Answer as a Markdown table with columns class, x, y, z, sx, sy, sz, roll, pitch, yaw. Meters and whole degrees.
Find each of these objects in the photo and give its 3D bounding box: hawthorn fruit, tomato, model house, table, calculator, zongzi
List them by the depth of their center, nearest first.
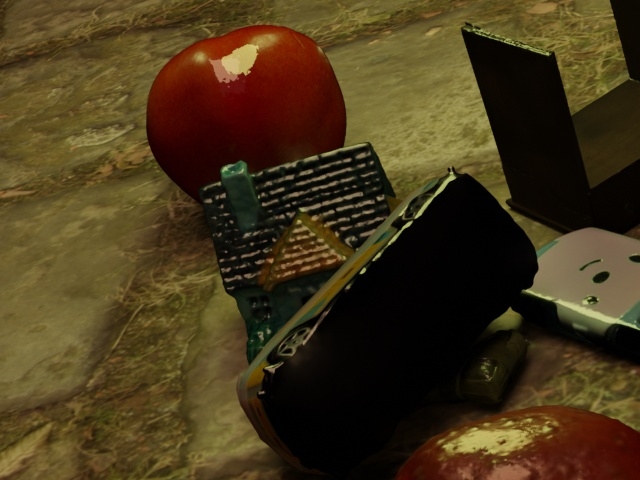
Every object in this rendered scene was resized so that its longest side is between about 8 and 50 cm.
| class | x | y | z | sx | sy | sz | roll | pitch | yaw |
| --- | --- | --- | --- | --- | --- | --- | --- | --- | --- |
| hawthorn fruit | 0.222 | 0.280 | 1.442 | 0.330 | 0.287 | 0.287 | -17 | 30 | 6 |
| zongzi | 0.173 | 0.145 | 1.915 | 0.119 | 0.055 | 0.109 | -10 | 27 | 39 |
| calculator | 0.353 | 0.062 | 1.937 | 0.173 | 0.051 | 0.293 | -36 | 33 | -27 |
| model house | 0.000 | 0.000 | 2.071 | 0.261 | 0.241 | 0.226 | -16 | 28 | 7 |
| table | 0.354 | -0.189 | 2.113 | 0.251 | 0.282 | 0.196 | -32 | 32 | -18 |
| tomato | -0.102 | -0.160 | 2.387 | 0.299 | 0.298 | 0.226 | -21 | 63 | -1 |

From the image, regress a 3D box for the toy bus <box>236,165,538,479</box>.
| class | x | y | z | sx | sy | sz | roll | pitch | yaw |
| --- | --- | --- | --- | --- | --- | --- | --- | --- | --- |
| toy bus | 0.064 | 0.107 | 1.899 | 0.386 | 0.171 | 0.162 | -46 | 8 | -24 |
